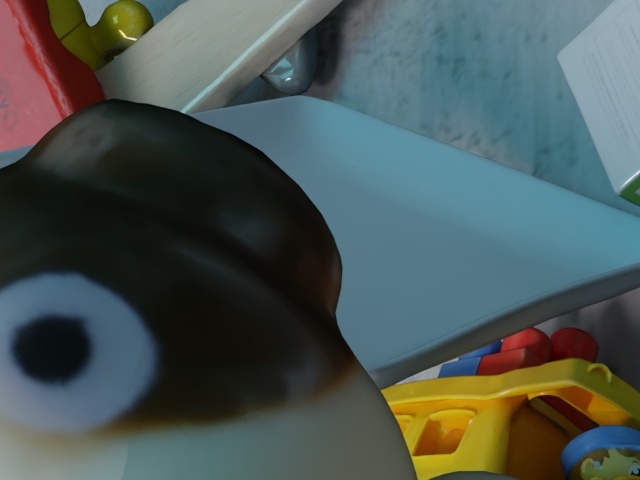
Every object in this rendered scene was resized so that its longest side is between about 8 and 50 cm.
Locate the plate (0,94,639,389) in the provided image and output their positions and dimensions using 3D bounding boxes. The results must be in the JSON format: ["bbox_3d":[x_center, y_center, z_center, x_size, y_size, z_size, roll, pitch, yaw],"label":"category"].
[{"bbox_3d":[0.000,0.000,0.940,0.277,0.278,0.045,23,116,36],"label":"plate"}]

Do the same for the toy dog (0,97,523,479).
[{"bbox_3d":[-0.019,0.147,0.605,0.284,0.408,0.395,-32,41,0],"label":"toy dog"}]

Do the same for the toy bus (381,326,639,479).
[{"bbox_3d":[0.100,0.124,0.897,0.220,0.149,0.211,-12,45,48],"label":"toy bus"}]

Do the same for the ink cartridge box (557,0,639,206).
[{"bbox_3d":[0.219,-0.113,0.925,0.209,0.062,0.109,-45,39,28],"label":"ink cartridge box"}]

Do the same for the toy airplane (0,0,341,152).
[{"bbox_3d":[-0.168,-0.072,1.307,0.386,0.272,0.384,10,88,19],"label":"toy airplane"}]
